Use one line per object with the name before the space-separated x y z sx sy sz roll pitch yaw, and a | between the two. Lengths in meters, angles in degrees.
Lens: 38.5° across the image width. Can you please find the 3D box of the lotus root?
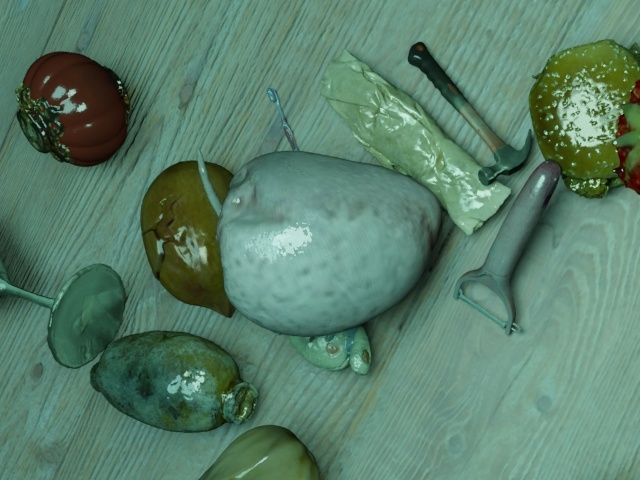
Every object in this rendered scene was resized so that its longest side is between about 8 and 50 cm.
lotus root | -0.282 0.246 1.631 0.350 0.175 0.174 4 89 29

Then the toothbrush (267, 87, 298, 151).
toothbrush | -0.056 -0.185 1.615 0.013 0.019 0.193 -28 75 24

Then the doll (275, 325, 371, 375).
doll | 0.005 0.158 1.528 0.214 0.072 0.103 25 91 36

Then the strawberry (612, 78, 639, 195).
strawberry | 0.507 -0.122 1.168 0.205 0.245 0.205 -13 73 51

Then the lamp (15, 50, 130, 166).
lamp | -0.463 -0.252 1.745 0.227 0.227 0.226 -2 85 29

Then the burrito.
burrito | 0.136 -0.160 1.471 0.392 0.076 0.117 46 108 23

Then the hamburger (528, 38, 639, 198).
hamburger | 0.393 -0.169 1.303 0.190 0.122 0.215 -15 81 27

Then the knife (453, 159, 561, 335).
knife | 0.285 0.012 1.339 0.123 0.053 0.277 33 124 22

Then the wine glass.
wine glass | -0.602 0.096 1.776 0.406 0.267 0.267 17 95 25

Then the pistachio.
pistachio | -0.117 0.413 1.506 0.288 0.197 0.166 -46 63 31

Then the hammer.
hammer | 0.221 -0.209 1.430 0.111 0.033 0.287 -27 61 -15

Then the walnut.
walnut | -0.207 -0.001 1.586 0.203 0.203 0.297 -32 64 24

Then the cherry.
cherry | -0.004 0.002 1.394 0.335 0.326 0.291 4 99 32
